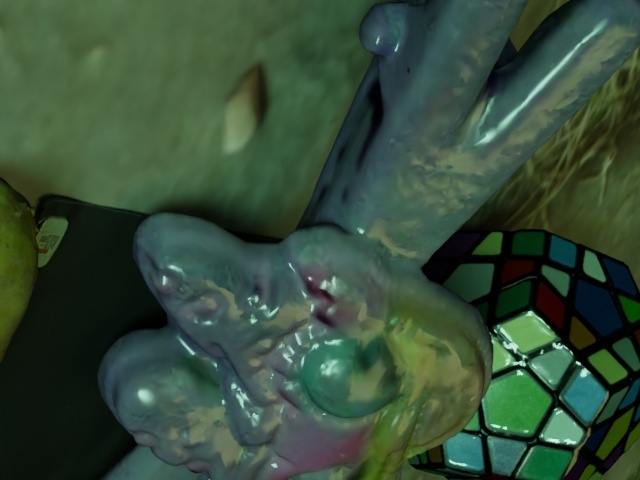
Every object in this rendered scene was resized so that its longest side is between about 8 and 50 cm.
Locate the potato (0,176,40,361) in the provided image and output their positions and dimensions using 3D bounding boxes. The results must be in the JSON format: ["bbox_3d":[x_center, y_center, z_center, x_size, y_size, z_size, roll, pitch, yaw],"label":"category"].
[{"bbox_3d":[-0.103,0.024,0.385,0.092,0.045,0.046,-61,155,5],"label":"potato"}]

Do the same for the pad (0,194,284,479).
[{"bbox_3d":[-0.064,0.044,0.522,0.116,0.004,0.193,-59,154,10],"label":"pad"}]

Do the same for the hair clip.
[{"bbox_3d":[0.007,0.002,0.491,0.137,0.090,0.278,24,96,-29],"label":"hair clip"}]

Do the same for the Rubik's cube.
[{"bbox_3d":[0.089,0.057,0.666,0.133,0.133,0.112,-22,166,-48],"label":"Rubik's cube"}]
